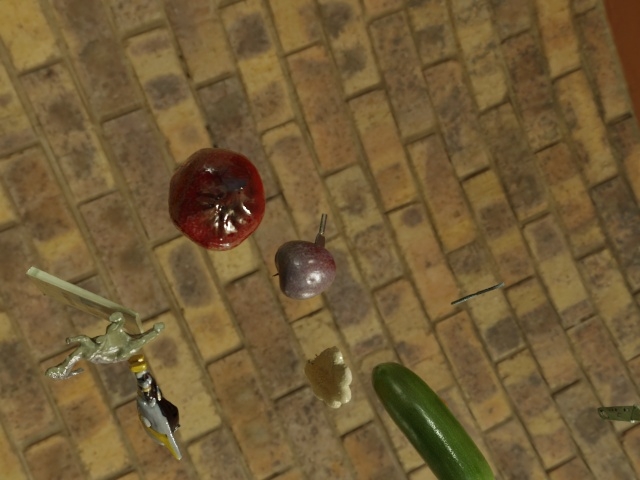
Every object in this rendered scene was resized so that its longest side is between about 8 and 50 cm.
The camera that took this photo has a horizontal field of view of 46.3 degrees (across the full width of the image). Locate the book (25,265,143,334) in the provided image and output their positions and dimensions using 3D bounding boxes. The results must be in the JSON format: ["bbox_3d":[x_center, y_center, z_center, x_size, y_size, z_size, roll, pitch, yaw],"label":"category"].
[{"bbox_3d":[-0.577,0.156,1.865,0.283,0.025,0.215,22,-21,1],"label":"book"}]

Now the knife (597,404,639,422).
[{"bbox_3d":[0.735,0.402,1.734,0.293,0.020,0.043,143,-53,-71],"label":"knife"}]

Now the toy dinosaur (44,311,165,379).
[{"bbox_3d":[-0.486,0.238,1.723,0.077,0.294,0.162,66,-31,26],"label":"toy dinosaur"}]

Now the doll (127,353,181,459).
[{"bbox_3d":[-0.456,0.465,2.077,0.145,0.103,0.316,8,-60,46],"label":"doll"}]

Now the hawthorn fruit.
[{"bbox_3d":[-0.256,-0.111,1.721,0.266,0.210,0.230,36,-71,47],"label":"hawthorn fruit"}]

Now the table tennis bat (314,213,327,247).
[{"bbox_3d":[0.000,0.000,2.174,0.095,0.014,0.158,23,76,-73],"label":"table tennis bat"}]

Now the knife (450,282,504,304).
[{"bbox_3d":[0.519,0.179,2.495,0.210,0.028,0.015,-28,-103,40],"label":"knife"}]

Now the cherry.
[{"bbox_3d":[-0.043,0.078,2.006,0.176,0.176,0.140,56,-21,35],"label":"cherry"}]

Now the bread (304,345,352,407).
[{"bbox_3d":[0.027,0.445,2.386,0.251,0.039,0.182,-44,-114,55],"label":"bread"}]

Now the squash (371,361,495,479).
[{"bbox_3d":[0.228,0.383,1.477,0.395,0.107,0.107,52,-19,32],"label":"squash"}]

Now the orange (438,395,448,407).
[{"bbox_3d":[0.284,0.431,1.888,0.083,0.083,0.083,59,-15,27],"label":"orange"}]
